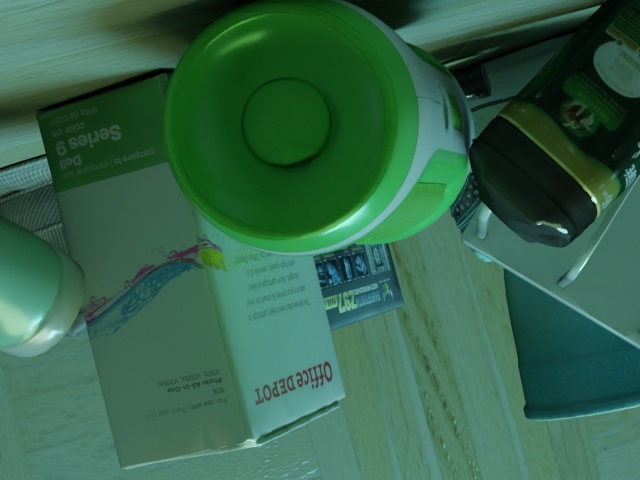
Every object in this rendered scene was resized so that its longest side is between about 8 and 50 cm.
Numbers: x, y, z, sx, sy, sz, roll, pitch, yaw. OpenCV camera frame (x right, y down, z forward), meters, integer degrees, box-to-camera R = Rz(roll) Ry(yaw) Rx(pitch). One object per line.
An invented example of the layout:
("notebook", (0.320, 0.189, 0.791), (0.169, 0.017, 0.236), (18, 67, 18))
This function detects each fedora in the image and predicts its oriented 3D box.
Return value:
("fedora", (-0.151, -0.001, 1.319), (0.244, 0.124, 0.275), (-16, 179, -8))

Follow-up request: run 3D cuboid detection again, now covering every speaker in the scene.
("speaker", (0.008, -0.056, 0.910), (0.131, 0.131, 0.296), (-16, 179, 11))

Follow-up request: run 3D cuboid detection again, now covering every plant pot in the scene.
("plant pot", (0.277, 0.000, 1.525), (0.272, 0.255, 0.271), (-16, 179, 0))

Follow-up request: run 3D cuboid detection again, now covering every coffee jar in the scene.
("coffee jar", (0.161, -0.080, 0.946), (0.184, 0.079, 0.096), (-46, 171, -1))

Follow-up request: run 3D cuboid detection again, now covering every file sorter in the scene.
("file sorter", (0.258, -0.016, 1.104), (0.193, 0.278, 0.173), (-59, 175, -1))

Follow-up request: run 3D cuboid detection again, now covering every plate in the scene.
("plate", (0.191, -0.132, 1.432), (0.278, 0.045, 0.277), (-17, 179, 39))

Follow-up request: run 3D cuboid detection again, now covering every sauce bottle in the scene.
("sauce bottle", (0.065, -0.104, 1.308), (0.128, 0.042, 0.042), (-18, 178, 15))

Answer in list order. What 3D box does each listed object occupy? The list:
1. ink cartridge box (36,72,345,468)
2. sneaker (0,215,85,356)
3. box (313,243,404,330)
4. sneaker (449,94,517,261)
("ink cartridge box", (-0.072, 0.015, 1.022), (0.093, 0.212, 0.154), (-16, 179, 22))
("sneaker", (-0.262, -0.014, 0.974), (0.256, 0.094, 0.151), (10, 159, 42))
("box", (0.000, 0.000, 1.775), (0.059, 0.183, 0.233), (-16, 179, 24))
("sneaker", (0.213, -0.057, 1.281), (0.283, 0.122, 0.110), (-15, 177, -18))
